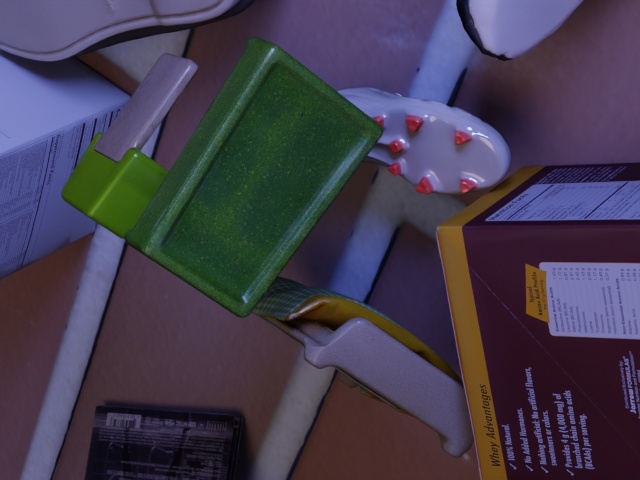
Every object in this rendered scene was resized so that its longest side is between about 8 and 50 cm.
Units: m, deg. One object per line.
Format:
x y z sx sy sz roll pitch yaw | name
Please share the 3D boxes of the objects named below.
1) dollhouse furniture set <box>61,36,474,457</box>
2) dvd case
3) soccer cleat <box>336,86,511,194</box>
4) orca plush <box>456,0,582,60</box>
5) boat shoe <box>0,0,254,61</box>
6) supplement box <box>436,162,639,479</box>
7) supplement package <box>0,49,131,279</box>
0.000 0.000 1.038 0.301 0.151 0.197 36 176 -27 | dollhouse furniture set
-0.149 0.258 1.293 0.165 0.018 0.221 -1 75 35 | dvd case
0.052 -0.077 1.036 0.196 0.076 0.068 10 121 35 | soccer cleat
0.140 -0.257 0.884 0.102 0.151 0.287 52 141 47 | orca plush
-0.155 -0.205 1.133 0.335 0.095 0.112 2 114 40 | boat shoe
0.202 0.058 0.958 0.194 0.129 0.191 0 111 35 | supplement box
-0.303 -0.077 1.207 0.194 0.203 0.149 35 127 19 | supplement package
